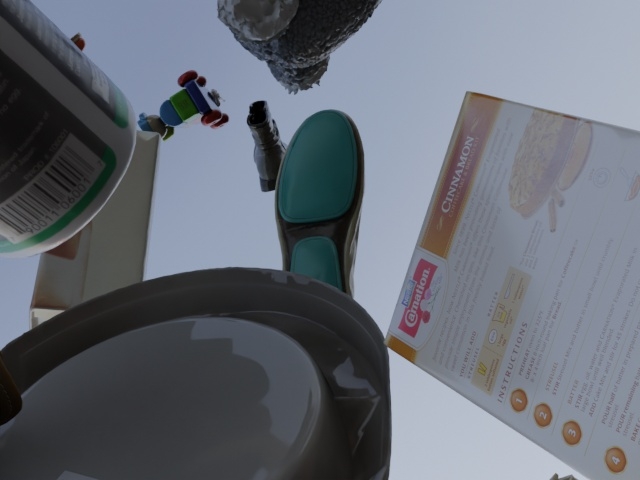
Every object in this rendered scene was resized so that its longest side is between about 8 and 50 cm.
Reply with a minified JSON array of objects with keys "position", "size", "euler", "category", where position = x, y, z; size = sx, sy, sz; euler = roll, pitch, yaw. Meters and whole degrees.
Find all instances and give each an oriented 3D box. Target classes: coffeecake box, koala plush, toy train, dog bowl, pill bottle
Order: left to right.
[{"position":[-0.337,-0.154,0.753],"size":[0.204,0.204,0.361],"euler":[-60,-41,-16],"category":"pill bottle"},{"position":[-0.111,0.156,0.633],"size":[0.349,0.349,0.102],"euler":[-39,-53,-35],"category":"dog bowl"},{"position":[-0.260,-0.241,1.768],"size":[0.143,0.248,0.105],"euler":[-31,-89,4],"category":"toy train"},{"position":[-0.011,-0.219,0.622],"size":[0.196,0.203,0.221],"euler":[7,-85,-83],"category":"koala plush"},{"position":[0.127,0.020,0.419],"size":[0.068,0.185,0.142],"euler":[11,-79,-36],"category":"coffeecake box"}]

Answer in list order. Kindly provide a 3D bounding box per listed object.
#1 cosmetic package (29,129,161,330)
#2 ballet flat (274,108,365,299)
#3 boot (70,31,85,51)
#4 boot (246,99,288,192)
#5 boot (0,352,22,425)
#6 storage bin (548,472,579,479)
[{"position":[-0.286,0.008,1.180],"size":[0.153,0.129,0.296],"euler":[108,165,-50],"category":"cosmetic package"},{"position":[0.000,0.000,0.841],"size":[0.086,0.086,0.248],"euler":[38,-129,-50],"category":"ballet flat"},{"position":[-0.432,-0.277,1.566],"size":[0.085,0.059,0.158],"euler":[30,-97,-20],"category":"boot"},{"position":[-0.101,-0.209,1.824],"size":[0.083,0.246,0.161],"euler":[-12,-68,1],"category":"boot"},{"position":[-0.268,0.009,0.560],"size":[0.109,0.220,0.283],"euler":[-15,-21,-23],"category":"boot"},{"position":[0.227,0.414,0.980],"size":[0.262,0.123,0.260],"euler":[-51,-17,-27],"category":"storage bin"}]
